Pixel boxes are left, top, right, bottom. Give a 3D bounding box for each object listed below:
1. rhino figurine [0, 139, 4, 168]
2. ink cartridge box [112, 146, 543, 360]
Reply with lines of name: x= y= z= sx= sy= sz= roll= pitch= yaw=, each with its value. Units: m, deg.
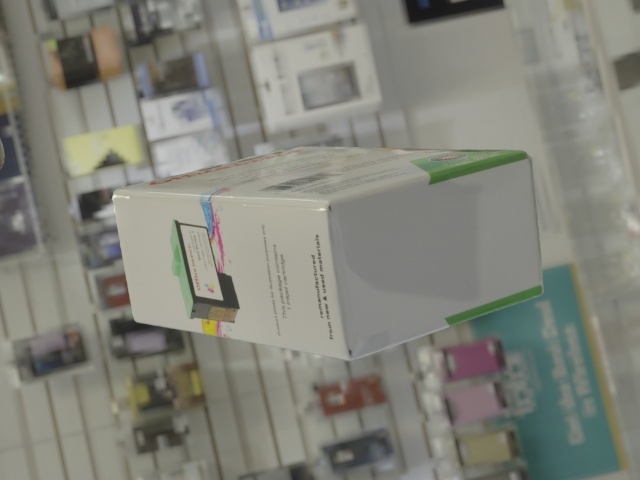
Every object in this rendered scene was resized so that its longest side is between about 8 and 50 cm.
rhino figurine: x=-0.280 y=-0.036 z=0.869 sx=0.243 sy=0.106 sz=0.073 roll=-42 pitch=-20 yaw=-53
ink cartridge box: x=0.000 y=0.000 z=1.156 sx=0.278 sy=0.201 sz=0.117 roll=5 pitch=106 yaw=51
